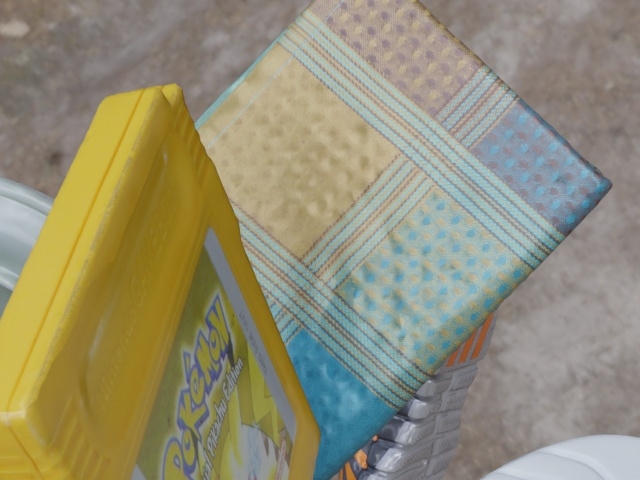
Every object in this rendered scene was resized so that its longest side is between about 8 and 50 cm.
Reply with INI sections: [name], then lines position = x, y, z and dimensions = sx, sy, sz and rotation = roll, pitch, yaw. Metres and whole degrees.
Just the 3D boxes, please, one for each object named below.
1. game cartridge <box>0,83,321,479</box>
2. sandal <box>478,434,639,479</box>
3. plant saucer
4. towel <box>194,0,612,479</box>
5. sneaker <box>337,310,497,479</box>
[game cartridge]
position = -0.080, 0.107, 0.795
dimensions = 0.052, 0.324, 0.285
rotation = -6, 40, 15
[sandal]
position = 0.082, 0.266, 0.736
dimensions = 0.169, 0.102, 0.416
rotation = 35, 59, 19
[plant saucer]
position = -0.450, 0.072, 1.927
dimensions = 0.400, 0.400, 0.101
rotation = -10, 43, 33
[towel]
position = 0.000, 0.000, 1.053
dimensions = 0.370, 0.271, 0.040
rotation = -46, -5, 10
[sneaker]
position = 0.048, 0.147, 1.361
dimensions = 0.180, 0.124, 0.321
rotation = 32, 110, 32
